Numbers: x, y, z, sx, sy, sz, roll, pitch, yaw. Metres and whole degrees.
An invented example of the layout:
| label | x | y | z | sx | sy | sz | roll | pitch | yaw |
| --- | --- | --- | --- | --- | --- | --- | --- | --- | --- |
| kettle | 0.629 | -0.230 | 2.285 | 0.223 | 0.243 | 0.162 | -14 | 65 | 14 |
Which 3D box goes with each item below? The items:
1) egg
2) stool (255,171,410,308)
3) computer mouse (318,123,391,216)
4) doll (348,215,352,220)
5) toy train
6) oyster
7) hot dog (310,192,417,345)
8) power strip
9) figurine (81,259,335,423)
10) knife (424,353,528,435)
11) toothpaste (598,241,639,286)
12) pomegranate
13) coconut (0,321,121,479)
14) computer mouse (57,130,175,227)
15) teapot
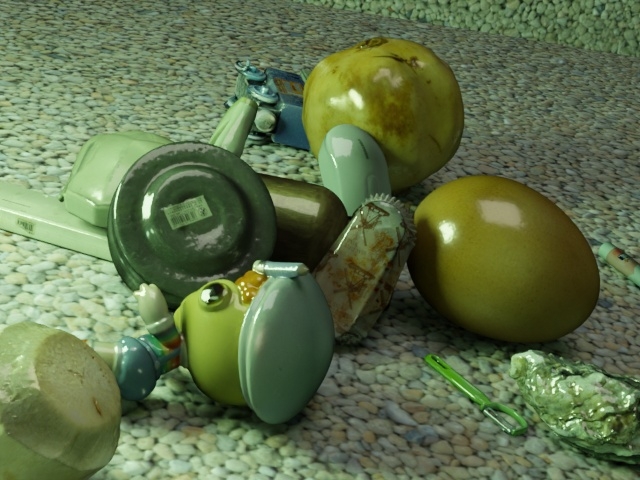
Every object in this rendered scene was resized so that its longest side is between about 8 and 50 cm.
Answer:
| label | x | y | z | sx | sy | sz | roll | pitch | yaw |
| --- | --- | --- | --- | --- | --- | --- | --- | --- | --- |
| egg | 0.290 | 0.033 | 1.910 | 0.322 | 0.250 | 0.250 | 28 | 28 | 10 |
| stool | 0.000 | 0.000 | 1.948 | 0.264 | 0.179 | 0.179 | 11 | 25 | 2 |
| computer mouse | 0.071 | -0.103 | 2.178 | 0.128 | 0.230 | 0.079 | -14 | -8 | -37 |
| doll | -0.030 | -0.016 | 2.083 | 0.219 | 0.067 | 0.091 | -5 | 3 | 4 |
| toy train | -0.093 | -0.292 | 2.613 | 0.202 | 0.131 | 0.299 | 11 | 24 | -17 |
| oyster | 0.413 | 0.230 | 1.706 | 0.268 | 0.112 | 0.198 | 5 | 25 | -5 |
| hot dog | 0.057 | 0.045 | 1.823 | 0.131 | 0.252 | 0.069 | 30 | -2 | 6 |
| power strip | -0.425 | -0.029 | 1.996 | 0.367 | 0.043 | 0.106 | 16 | 25 | 11 |
| figurine | -0.164 | 0.166 | 1.595 | 0.382 | 0.224 | 0.205 | -16 | 51 | -1 |
| knife | 0.230 | 0.222 | 1.760 | 0.054 | 0.015 | 0.212 | -8 | 31 | -36 |
| toothpaste | 0.596 | 0.068 | 2.224 | 0.056 | 0.036 | 0.205 | -4 | 32 | -33 |
| pomegranate | 0.123 | -0.242 | 2.382 | 0.333 | 0.332 | 0.332 | 9 | 25 | -4 |
| coconut | -0.344 | 0.208 | 1.348 | 0.202 | 0.222 | 0.202 | 43 | 27 | -28 |
| computer mouse | -0.295 | -0.117 | 2.058 | 0.228 | 0.145 | 0.429 | 13 | 12 | 9 |
| teapot | -0.212 | -0.040 | 1.791 | 0.240 | 0.321 | 0.239 | 1 | -17 | -21 |
